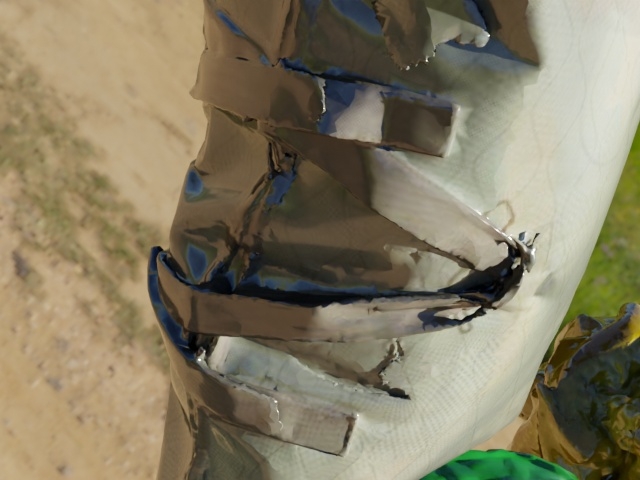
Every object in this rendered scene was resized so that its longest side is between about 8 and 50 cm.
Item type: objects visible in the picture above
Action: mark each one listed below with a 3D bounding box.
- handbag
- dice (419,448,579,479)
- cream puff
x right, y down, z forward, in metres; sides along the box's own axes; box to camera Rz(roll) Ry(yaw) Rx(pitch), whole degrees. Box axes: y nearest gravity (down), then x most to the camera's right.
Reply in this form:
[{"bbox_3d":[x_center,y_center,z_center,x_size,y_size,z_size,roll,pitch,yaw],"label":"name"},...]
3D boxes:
[{"bbox_3d":[0.021,-0.022,0.382,0.117,0.270,0.182,35,38,29],"label":"handbag"},{"bbox_3d":[0.068,0.175,0.632,0.128,0.120,0.131,-1,39,-6],"label":"dice"},{"bbox_3d":[0.325,0.179,1.234,0.324,0.291,0.257,37,-4,31],"label":"cream puff"}]
